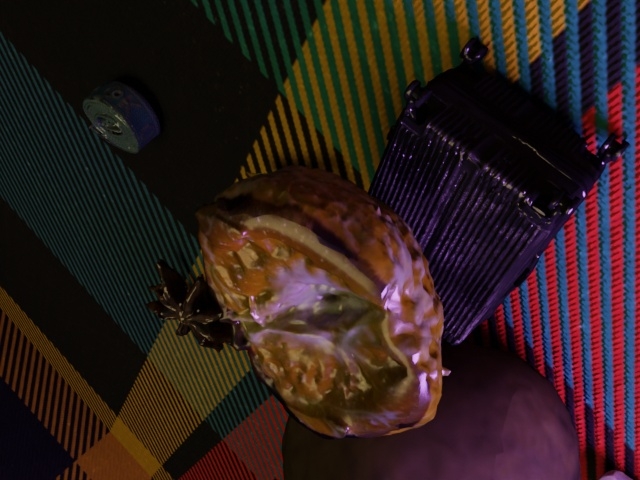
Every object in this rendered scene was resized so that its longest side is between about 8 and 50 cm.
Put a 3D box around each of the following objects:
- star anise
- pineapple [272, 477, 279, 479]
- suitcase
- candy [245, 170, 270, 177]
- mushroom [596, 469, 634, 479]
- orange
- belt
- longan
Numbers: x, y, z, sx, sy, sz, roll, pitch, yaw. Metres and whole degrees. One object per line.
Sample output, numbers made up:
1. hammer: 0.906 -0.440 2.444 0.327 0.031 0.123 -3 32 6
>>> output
1. star anise: -0.310 0.164 1.637 0.288 0.088 0.288 17 137 16
2. pineapple: 0.003 0.684 1.749 0.286 0.209 0.344 -30 125 28
3. suitcase: 0.185 -0.042 0.875 0.229 0.152 0.335 41 146 16
4. candy: 0.000 0.000 1.170 0.187 0.081 0.297 4 135 46
5. mushroom: 0.457 0.454 1.076 0.108 0.096 0.247 10 137 9
6. orange: 0.025 0.066 0.837 0.270 0.210 0.369 -6 115 44
7. belt: -0.394 -0.249 1.362 0.163 0.082 0.148 33 152 17
8. longan: 0.151 0.342 1.041 0.435 0.404 0.404 7 127 43
